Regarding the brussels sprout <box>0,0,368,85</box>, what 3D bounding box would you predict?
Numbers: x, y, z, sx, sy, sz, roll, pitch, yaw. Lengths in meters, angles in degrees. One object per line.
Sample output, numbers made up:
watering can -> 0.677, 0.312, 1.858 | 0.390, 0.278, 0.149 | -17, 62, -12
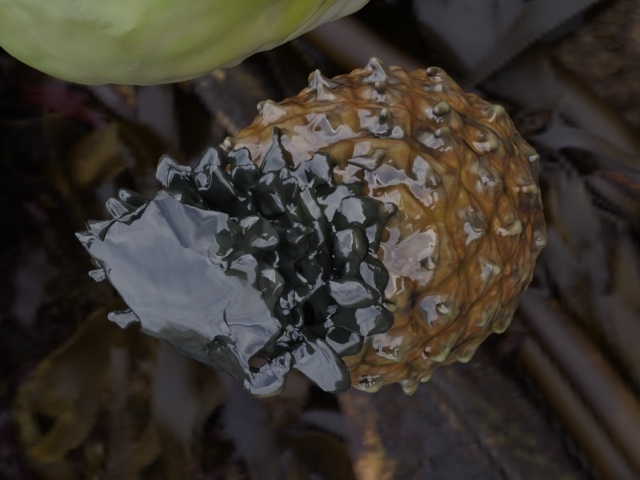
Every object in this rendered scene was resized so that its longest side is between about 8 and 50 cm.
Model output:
brussels sprout -> -0.100, -0.221, 1.020 | 0.274, 0.316, 0.242 | -46, 37, -10

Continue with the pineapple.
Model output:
pineapple -> 0.000, 0.000, 0.775 | 0.157, 0.278, 0.158 | 3, 98, 22
